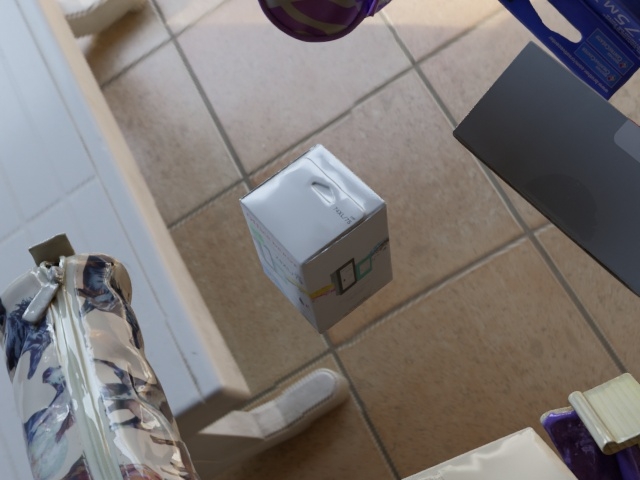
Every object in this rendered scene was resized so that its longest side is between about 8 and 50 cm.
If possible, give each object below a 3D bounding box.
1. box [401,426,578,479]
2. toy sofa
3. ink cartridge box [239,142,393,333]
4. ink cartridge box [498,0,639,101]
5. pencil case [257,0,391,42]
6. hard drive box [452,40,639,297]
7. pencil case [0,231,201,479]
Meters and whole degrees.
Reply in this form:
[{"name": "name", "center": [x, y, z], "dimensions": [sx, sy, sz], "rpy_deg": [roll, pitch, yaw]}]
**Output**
[{"name": "box", "center": [0.183, 0.338, 0.951], "dimensions": [0.121, 0.311, 0.148], "rpy_deg": [49, 120, 29]}, {"name": "toy sofa", "center": [0.533, 0.428, 1.371], "dimensions": [0.177, 0.363, 0.150], "rpy_deg": [-25, 23, 5]}, {"name": "ink cartridge box", "center": [0.000, 0.000, 1.519], "dimensions": [0.197, 0.270, 0.198], "rpy_deg": [-36, 59, -15]}, {"name": "ink cartridge box", "center": [0.301, -0.294, 0.688], "dimensions": [0.186, 0.065, 0.311], "rpy_deg": [44, 95, -1]}, {"name": "pencil case", "center": [0.014, -0.195, 0.588], "dimensions": [0.088, 0.206, 0.086], "rpy_deg": [27, 115, 2]}, {"name": "hard drive box", "center": [0.224, -0.047, 0.647], "dimensions": [0.181, 0.232, 0.089], "rpy_deg": [44, 105, 16]}, {"name": "pencil case", "center": [-0.210, 0.189, 0.767], "dimensions": [0.159, 0.184, 0.410], "rpy_deg": [-27, 50, -7]}]
